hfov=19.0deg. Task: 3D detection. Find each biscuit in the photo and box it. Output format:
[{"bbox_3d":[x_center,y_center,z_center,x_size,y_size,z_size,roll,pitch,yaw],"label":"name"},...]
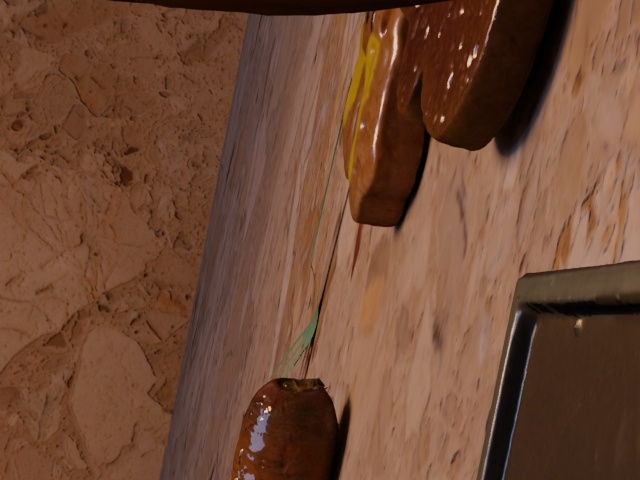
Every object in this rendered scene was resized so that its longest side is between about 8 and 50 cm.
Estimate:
[{"bbox_3d":[0.054,-0.158,1.070,0.186,0.044,0.295,-106,28,-72],"label":"biscuit"},{"bbox_3d":[0.073,-0.126,0.857,0.236,0.039,0.180,-93,18,-64],"label":"biscuit"}]

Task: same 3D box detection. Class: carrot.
[{"bbox_3d":[-0.028,0.170,1.128,0.060,0.060,0.186,-102,22,-75],"label":"carrot"}]

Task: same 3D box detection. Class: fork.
[{"bbox_3d":[0.002,0.001,1.335,0.039,0.021,0.235,-107,31,-69],"label":"fork"}]

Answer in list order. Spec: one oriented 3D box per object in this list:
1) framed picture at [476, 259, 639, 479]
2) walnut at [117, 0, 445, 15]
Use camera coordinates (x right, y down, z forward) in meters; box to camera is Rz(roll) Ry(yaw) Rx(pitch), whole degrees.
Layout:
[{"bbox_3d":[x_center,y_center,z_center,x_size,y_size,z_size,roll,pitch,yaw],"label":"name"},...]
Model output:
[{"bbox_3d":[0.072,0.117,0.495,0.315,0.024,0.232,165,117,-82],"label":"framed picture"},{"bbox_3d":[-0.021,-0.158,0.501,0.209,0.336,0.209,173,90,-68],"label":"walnut"}]
